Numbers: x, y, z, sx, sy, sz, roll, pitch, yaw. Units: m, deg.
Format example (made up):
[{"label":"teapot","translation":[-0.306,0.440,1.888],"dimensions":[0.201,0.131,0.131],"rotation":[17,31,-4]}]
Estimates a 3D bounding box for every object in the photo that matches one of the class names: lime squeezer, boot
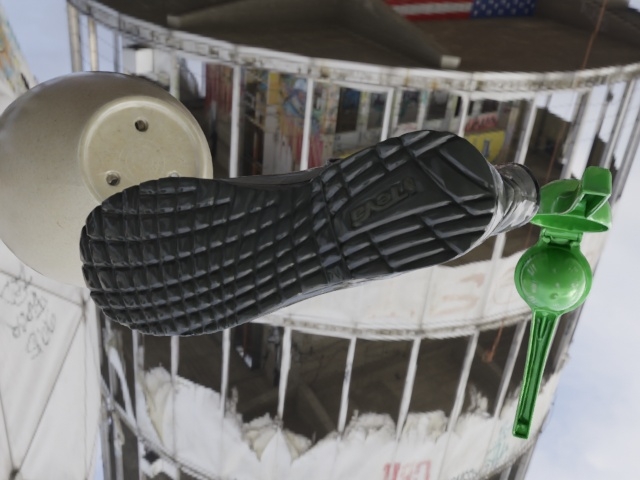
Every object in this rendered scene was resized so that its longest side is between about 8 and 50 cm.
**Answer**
[{"label":"lime squeezer","translation":[0.171,0.029,0.497],"dimensions":[0.059,0.310,0.110],"rotation":[-3,-128,4]},{"label":"boot","translation":[0.000,0.000,0.418],"dimensions":[0.246,0.083,0.161],"rotation":[-10,177,21]}]

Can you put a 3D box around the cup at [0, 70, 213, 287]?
[{"label":"cup","translation":[-0.284,-0.097,0.995],"dimensions":[0.331,0.331,0.237],"rotation":[-14,-176,-31]}]
